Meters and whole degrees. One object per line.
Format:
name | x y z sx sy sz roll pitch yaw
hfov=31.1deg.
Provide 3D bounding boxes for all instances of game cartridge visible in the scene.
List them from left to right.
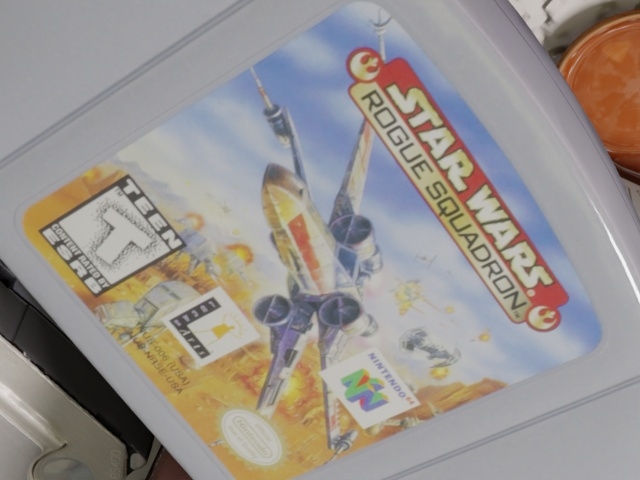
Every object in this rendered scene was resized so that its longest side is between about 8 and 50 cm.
game cartridge | 0.000 0.000 0.405 0.198 0.062 0.297 -27 110 30

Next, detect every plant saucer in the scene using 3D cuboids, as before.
plant saucer | 0.148 -0.069 0.534 0.084 0.013 0.083 1 124 2

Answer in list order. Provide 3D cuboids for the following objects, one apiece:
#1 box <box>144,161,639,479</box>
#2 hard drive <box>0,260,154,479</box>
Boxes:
box | 0.017 0.115 0.581 0.191 0.143 0.381 25 121 -4
hard drive | -0.292 0.112 0.654 0.339 0.064 0.237 -32 117 21
